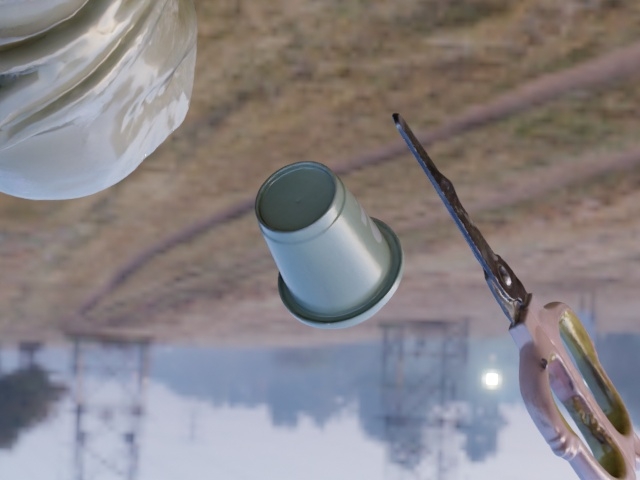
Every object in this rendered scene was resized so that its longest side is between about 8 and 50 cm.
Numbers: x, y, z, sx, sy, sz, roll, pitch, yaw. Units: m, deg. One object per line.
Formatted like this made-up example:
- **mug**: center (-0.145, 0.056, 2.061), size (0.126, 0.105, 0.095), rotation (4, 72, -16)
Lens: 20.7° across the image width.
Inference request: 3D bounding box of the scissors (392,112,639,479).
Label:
- **scissors**: center (0.134, 0.047, 1.164), size (0.024, 0.317, 0.160), rotation (-28, -166, 24)

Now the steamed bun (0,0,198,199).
- **steamed bun**: center (-0.263, -0.206, 1.409), size (0.342, 0.368, 0.255), rotation (-28, -179, -9)

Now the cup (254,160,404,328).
- **cup**: center (0.000, 0.000, 1.545), size (0.120, 0.120, 0.141), rotation (1, 145, 29)
